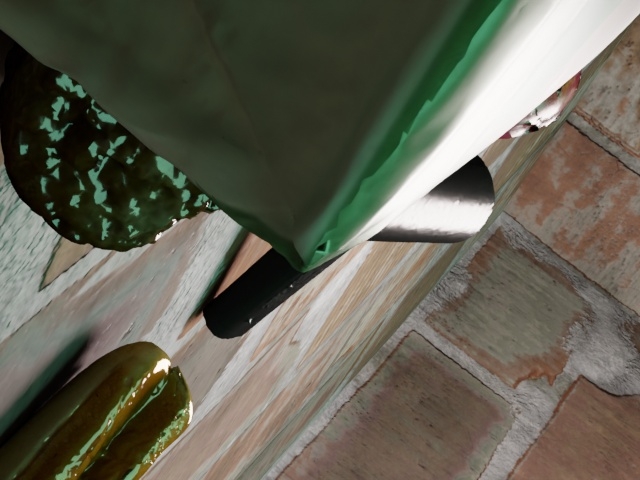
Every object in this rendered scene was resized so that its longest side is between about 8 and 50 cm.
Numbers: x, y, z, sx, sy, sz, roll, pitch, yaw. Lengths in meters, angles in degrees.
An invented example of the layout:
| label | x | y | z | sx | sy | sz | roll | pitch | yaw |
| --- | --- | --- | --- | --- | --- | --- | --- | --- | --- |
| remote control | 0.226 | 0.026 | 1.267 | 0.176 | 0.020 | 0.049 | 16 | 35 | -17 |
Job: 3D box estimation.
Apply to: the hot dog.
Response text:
| label | x | y | z | sx | sy | sz | roll | pitch | yaw |
| --- | --- | --- | --- | --- | --- | --- | --- | --- | --- |
| hot dog | -0.185 | 0.167 | 1.116 | 0.249 | 0.076 | 0.102 | -52 | 135 | -17 |

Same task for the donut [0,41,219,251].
| label | x | y | z | sx | sy | sz | roll | pitch | yaw |
| --- | --- | --- | --- | --- | --- | --- | --- | --- | --- |
| donut | -0.059 | -0.071 | 0.670 | 0.126 | 0.144 | 0.186 | -48 | -154 | 11 |

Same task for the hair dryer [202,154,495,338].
| label | x | y | z | sx | sy | sz | roll | pitch | yaw |
| --- | --- | --- | --- | --- | --- | --- | --- | --- | --- |
| hair dryer | 0.000 | 0.000 | 1.357 | 0.251 | 0.089 | 0.197 | -37 | 160 | 27 |

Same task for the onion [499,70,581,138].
| label | x | y | z | sx | sy | sz | roll | pitch | yaw |
| --- | --- | --- | --- | --- | --- | --- | --- | --- | --- |
| onion | 0.143 | -0.167 | 1.414 | 0.150 | 0.150 | 0.140 | -44 | 140 | -46 |

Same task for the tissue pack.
| label | x | y | z | sx | sy | sz | roll | pitch | yaw |
| --- | --- | --- | --- | --- | --- | --- | --- | --- | --- |
| tissue pack | 0.056 | -0.178 | 0.511 | 0.266 | 0.194 | 0.356 | -57 | 171 | 26 |
